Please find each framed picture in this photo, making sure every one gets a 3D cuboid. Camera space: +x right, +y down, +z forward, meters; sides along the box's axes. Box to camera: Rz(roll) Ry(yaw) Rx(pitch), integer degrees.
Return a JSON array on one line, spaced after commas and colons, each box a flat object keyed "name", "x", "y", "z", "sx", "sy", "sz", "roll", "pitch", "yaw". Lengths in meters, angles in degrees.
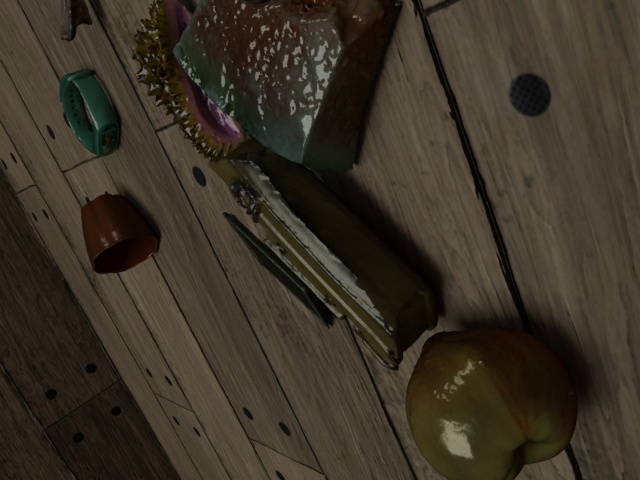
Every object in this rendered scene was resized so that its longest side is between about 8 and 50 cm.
[{"name": "framed picture", "x": -0.071, "y": 0.062, "z": 1.081, "sx": 0.217, "sy": 0.017, "sz": 0.274, "roll": 42, "pitch": 170, "yaw": 20}]

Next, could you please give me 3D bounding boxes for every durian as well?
[{"name": "durian", "x": -0.248, "y": -0.262, "z": 1.038, "sx": 0.191, "sy": 0.112, "sz": 0.341, "roll": -6, "pitch": 115, "yaw": 51}]

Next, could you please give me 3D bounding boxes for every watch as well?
[{"name": "watch", "x": -0.578, "y": -0.321, "z": 1.449, "sx": 0.195, "sy": 0.068, "sz": 0.237, "roll": 52, "pitch": 150, "yaw": 10}]

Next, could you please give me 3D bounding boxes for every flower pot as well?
[{"name": "flower pot", "x": -0.565, "y": -0.028, "z": 1.592, "sx": 0.173, "sy": 0.191, "sz": 0.190, "roll": 60, "pitch": 148, "yaw": 16}]

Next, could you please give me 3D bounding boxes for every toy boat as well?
[{"name": "toy boat", "x": 0.000, "y": 0.000, "z": 0.910, "sx": 0.445, "sy": 0.136, "sz": 0.162, "roll": 46, "pitch": 151, "yaw": 9}]

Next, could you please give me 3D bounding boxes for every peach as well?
[{"name": "peach", "x": 0.210, "y": 0.204, "z": 0.775, "sx": 0.233, "sy": 0.233, "sz": 0.232, "roll": 32, "pitch": 140, "yaw": 32}]

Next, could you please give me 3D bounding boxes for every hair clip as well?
[{"name": "hair clip", "x": -0.508, "y": -0.556, "z": 1.150, "sx": 0.173, "sy": 0.069, "sz": 0.300, "roll": 21, "pitch": 123, "yaw": 39}]

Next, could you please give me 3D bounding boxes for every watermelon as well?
[{"name": "watermelon", "x": -0.062, "y": -0.234, "z": 0.791, "sx": 0.264, "sy": 0.151, "sz": 0.302, "roll": 43, "pitch": 145, "yaw": 20}]
